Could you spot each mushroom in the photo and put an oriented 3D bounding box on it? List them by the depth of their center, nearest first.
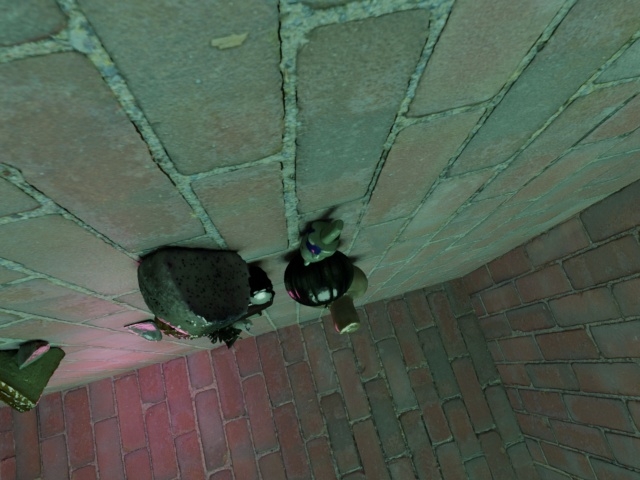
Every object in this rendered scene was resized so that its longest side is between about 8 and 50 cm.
[{"bbox_3d":[0.074,0.251,1.746,0.293,0.290,0.292,-15,160,-6],"label":"mushroom"}]

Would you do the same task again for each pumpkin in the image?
[{"bbox_3d":[-0.002,0.134,1.423,0.250,0.216,0.250,-17,-169,4],"label":"pumpkin"}]

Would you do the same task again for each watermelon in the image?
[{"bbox_3d":[-1.079,0.419,1.563,0.094,0.081,0.180,-28,-175,-20],"label":"watermelon"}]

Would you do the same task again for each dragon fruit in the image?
[{"bbox_3d":[-0.342,0.150,1.116,0.204,0.221,0.283,-33,161,29],"label":"dragon fruit"}]

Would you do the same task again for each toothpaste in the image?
[{"bbox_3d":[-0.769,0.406,1.857,0.099,0.068,0.282,-41,164,-18],"label":"toothpaste"}]

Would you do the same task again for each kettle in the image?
[{"bbox_3d":[-0.291,0.221,1.548,0.232,0.144,0.202,-17,174,-20],"label":"kettle"}]

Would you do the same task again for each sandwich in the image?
[{"bbox_3d":[-1.158,0.483,1.608,0.100,0.288,0.254,-27,119,11],"label":"sandwich"}]

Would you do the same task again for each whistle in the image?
[{"bbox_3d":[0.000,0.000,1.165,0.092,0.110,0.244,25,153,-12],"label":"whistle"}]

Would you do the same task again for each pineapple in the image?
[{"bbox_3d":[-0.389,0.269,1.384,0.341,0.169,0.169,4,175,28],"label":"pineapple"}]

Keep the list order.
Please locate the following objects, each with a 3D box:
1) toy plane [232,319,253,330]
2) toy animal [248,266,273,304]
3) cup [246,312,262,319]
[{"bbox_3d":[-0.465,0.480,2.377,0.174,0.080,0.174,-2,176,0],"label":"toy plane"},{"bbox_3d":[-0.256,0.165,1.393,0.179,0.138,0.166,-17,149,-19],"label":"toy animal"},{"bbox_3d":[-0.363,0.387,2.203,0.083,0.054,0.075,-18,166,13],"label":"cup"}]
